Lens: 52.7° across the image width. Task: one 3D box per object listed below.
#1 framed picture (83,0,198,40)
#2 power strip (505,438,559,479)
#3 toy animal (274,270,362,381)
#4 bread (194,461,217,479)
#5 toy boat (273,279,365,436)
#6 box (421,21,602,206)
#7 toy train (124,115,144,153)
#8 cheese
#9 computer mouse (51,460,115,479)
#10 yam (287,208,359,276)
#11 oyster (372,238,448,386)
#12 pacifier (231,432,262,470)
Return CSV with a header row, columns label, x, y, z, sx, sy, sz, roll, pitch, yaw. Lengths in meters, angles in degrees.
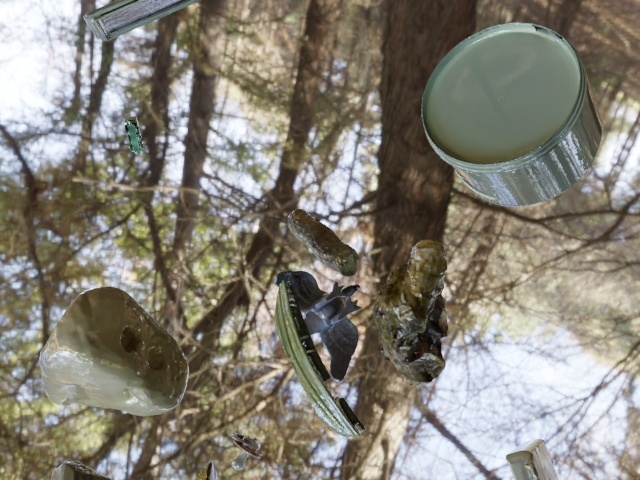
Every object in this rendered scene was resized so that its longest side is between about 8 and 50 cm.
label,x,y,z,sx,sy,sz,roll,pitch,yaw
framed picture,-0.238,-0.360,0.979,0.232,0.019,0.296,-27,-163,-8
power strip,0.263,0.289,0.782,0.192,0.035,0.081,26,-136,-64
toy animal,0.011,0.150,1.286,0.255,0.176,0.239,-32,-96,-32
bread,-0.287,0.620,1.594,0.065,0.187,0.149,0,-154,1
toy boat,-0.016,0.209,1.119,0.292,0.055,0.093,63,-173,11
box,0.275,-0.180,0.937,0.226,0.226,0.149,35,-178,36
toy train,-0.433,-0.244,1.500,0.033,0.083,0.053,-11,-149,-9
cheese,-0.353,0.191,1.110,0.252,0.247,0.173,15,-127,4
computer mouse,-0.429,0.598,1.197,0.146,0.228,0.429,2,-154,-48
yam,0.000,0.000,1.443,0.067,0.071,0.317,-29,-152,-12
oyster,0.193,0.155,1.222,0.166,0.294,0.094,-24,-158,-17
pacifier,-0.171,0.467,1.422,0.082,0.078,0.099,30,173,7
